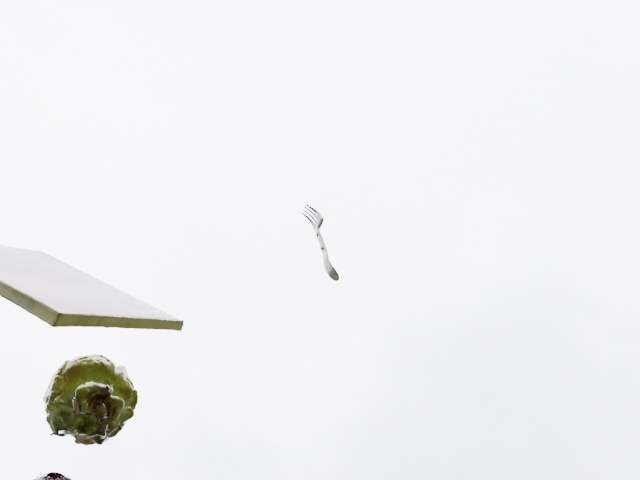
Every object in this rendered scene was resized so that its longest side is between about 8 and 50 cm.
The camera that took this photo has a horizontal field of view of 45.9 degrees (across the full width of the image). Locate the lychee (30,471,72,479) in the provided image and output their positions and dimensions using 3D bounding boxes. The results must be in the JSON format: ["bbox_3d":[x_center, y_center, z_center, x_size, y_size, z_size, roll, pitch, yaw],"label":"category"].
[{"bbox_3d":[-0.505,0.494,1.404,0.129,0.123,0.123,-31,-63,30],"label":"lychee"}]

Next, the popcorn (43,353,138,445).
[{"bbox_3d":[-0.472,0.328,1.542,0.197,0.212,0.198,2,-96,-24],"label":"popcorn"}]

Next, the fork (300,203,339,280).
[{"bbox_3d":[0.005,0.002,1.405,0.028,0.219,0.034,19,-62,-29],"label":"fork"}]

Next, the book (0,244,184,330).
[{"bbox_3d":[-0.431,0.066,1.196,0.373,0.262,0.028,20,-87,31],"label":"book"}]
